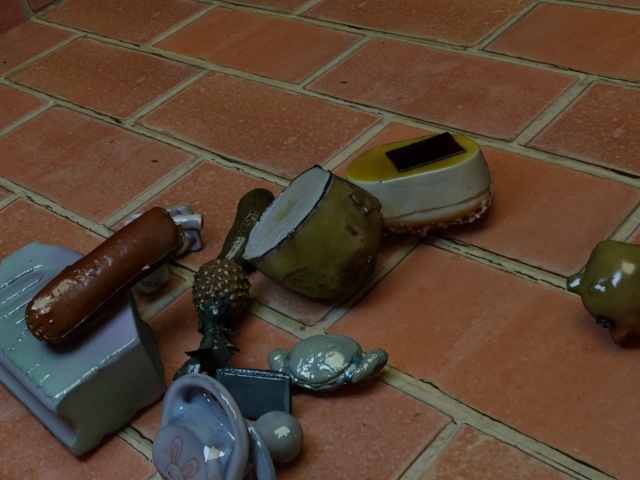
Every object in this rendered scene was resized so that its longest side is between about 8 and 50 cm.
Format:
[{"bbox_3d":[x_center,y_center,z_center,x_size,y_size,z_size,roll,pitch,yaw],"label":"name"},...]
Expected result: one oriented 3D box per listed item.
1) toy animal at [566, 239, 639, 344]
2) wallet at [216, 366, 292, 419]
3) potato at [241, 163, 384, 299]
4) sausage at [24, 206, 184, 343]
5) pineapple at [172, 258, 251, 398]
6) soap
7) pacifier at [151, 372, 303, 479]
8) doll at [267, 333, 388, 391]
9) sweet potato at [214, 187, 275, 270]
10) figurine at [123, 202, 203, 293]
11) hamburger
[{"bbox_3d":[0.535,0.076,1.386,0.281,0.169,0.195,-7,-5,18],"label":"toy animal"},{"bbox_3d":[-0.107,0.250,1.439,0.129,0.088,0.026,3,16,17],"label":"wallet"},{"bbox_3d":[0.000,0.000,1.653,0.246,0.196,0.299,-49,17,-3],"label":"potato"},{"bbox_3d":[-0.371,0.057,1.512,0.102,0.102,0.330,18,45,35],"label":"sausage"},{"bbox_3d":[-0.192,0.152,1.567,0.130,0.119,0.277,-21,32,14],"label":"pineapple"},{"bbox_3d":[-0.468,0.170,1.603,0.261,0.156,0.446,-37,42,-27],"label":"soap"},{"bbox_3d":[-0.121,0.301,1.307,0.225,0.238,0.287,-8,23,-44],"label":"pacifier"},{"bbox_3d":[0.006,0.205,1.467,0.214,0.072,0.103,-4,37,20],"label":"doll"},{"bbox_3d":[-0.154,-0.002,1.790,0.112,0.085,0.286,-27,34,45],"label":"sweet potato"},{"bbox_3d":[-0.334,0.016,1.757,0.141,0.163,0.237,-2,20,23],"label":"figurine"},{"bbox_3d":[0.194,-0.107,1.747,0.295,0.151,0.227,-12,31,10],"label":"hamburger"}]
